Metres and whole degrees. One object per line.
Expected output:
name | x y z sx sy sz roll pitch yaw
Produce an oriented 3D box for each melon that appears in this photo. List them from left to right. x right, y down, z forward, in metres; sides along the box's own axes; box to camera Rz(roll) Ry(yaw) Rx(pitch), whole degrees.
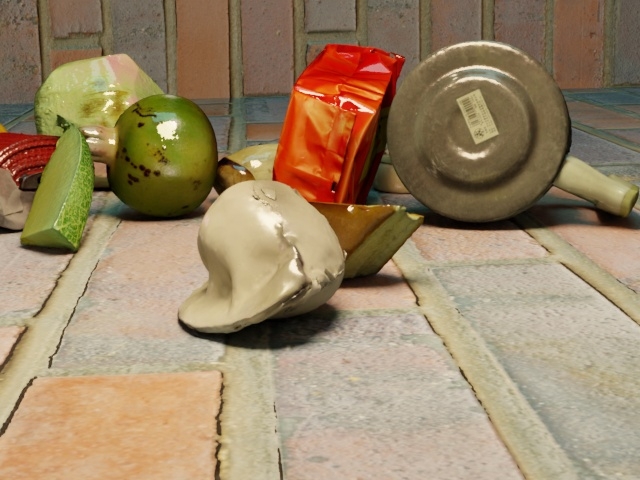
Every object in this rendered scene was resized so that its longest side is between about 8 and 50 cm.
melon | -0.340 -0.074 1.597 0.114 0.053 0.262 -33 38 24

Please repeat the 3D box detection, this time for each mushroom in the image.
mushroom | -0.020 -0.109 1.896 0.333 0.087 0.107 -6 13 -37

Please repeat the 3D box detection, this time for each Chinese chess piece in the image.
Chinese chess piece | 0.140 -0.106 1.942 0.122 0.051 0.122 1 12 0

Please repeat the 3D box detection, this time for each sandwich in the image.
sandwich | 0.000 0.000 1.359 0.244 0.088 0.090 4 3 40

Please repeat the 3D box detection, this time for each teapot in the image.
teapot | 0.269 -0.144 1.676 0.321 0.240 0.239 -2 0 16

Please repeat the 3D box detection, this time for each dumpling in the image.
dumpling | -0.069 0.025 1.197 0.172 0.142 0.247 -35 15 11

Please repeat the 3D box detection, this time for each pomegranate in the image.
pomegranate | -0.246 -0.119 1.720 0.209 0.180 0.180 5 8 -24

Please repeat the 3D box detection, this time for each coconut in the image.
coconut | -0.345 -0.188 2.004 0.235 0.236 0.204 -1 -23 1

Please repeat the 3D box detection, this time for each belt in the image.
belt | -0.409 -0.084 1.697 0.124 0.128 0.201 6 13 36

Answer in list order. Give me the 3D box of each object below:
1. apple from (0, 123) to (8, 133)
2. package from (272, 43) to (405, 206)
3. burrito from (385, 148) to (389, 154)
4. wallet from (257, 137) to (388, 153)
apple | -0.523 -0.112 1.793 0.146 0.147 0.163 8 16 40
package | 0.027 -0.145 1.667 0.123 0.196 0.423 15 22 5
burrito | 0.210 -0.158 2.167 0.203 0.064 0.064 -2 11 4
wallet | 0.007 -0.174 2.329 0.222 0.036 0.167 7 14 28
